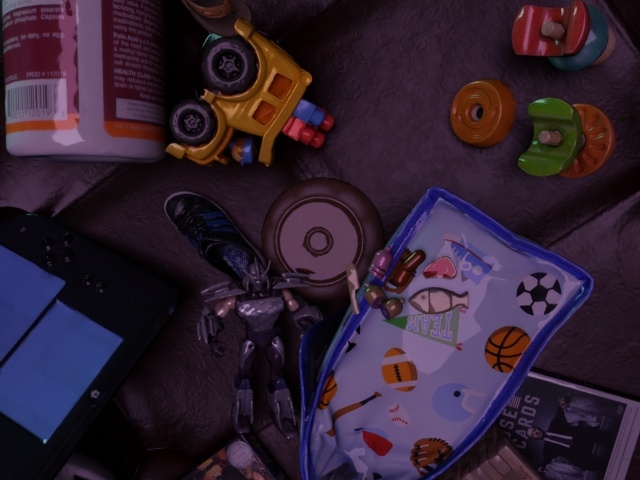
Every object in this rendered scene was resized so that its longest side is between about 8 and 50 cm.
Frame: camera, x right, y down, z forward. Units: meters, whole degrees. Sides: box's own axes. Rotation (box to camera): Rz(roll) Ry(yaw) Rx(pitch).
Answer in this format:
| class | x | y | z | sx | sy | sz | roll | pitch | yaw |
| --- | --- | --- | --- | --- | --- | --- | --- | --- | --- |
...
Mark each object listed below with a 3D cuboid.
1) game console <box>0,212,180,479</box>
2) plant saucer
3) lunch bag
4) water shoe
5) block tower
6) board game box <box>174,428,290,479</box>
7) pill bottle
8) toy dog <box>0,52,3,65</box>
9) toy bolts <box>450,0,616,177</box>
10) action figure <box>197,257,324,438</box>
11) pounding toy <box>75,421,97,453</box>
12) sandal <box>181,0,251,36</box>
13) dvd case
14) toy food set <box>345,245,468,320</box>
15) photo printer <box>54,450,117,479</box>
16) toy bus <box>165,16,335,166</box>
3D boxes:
| class | x | y | z | sx | sy | sz | roll | pitch | yaw |
| --- | --- | --- | --- | --- | --- | --- | --- | --- | --- |
| game console | -0.449 | 0.158 | 0.904 | 0.342 | 0.060 | 0.386 | 24 | 65 | 19 |
| plant saucer | 0.000 | 0.000 | 0.950 | 0.199 | 0.036 | 0.198 | 1 | 94 | 9 |
| lunch bag | 0.124 | 0.139 | 0.793 | 0.239 | 0.328 | 0.385 | 32 | 99 | 11 |
| water shoe | -0.168 | -0.007 | 0.951 | 0.203 | 0.080 | 0.073 | 39 | 98 | 4 |
| block tower | 0.176 | 0.412 | 0.906 | 0.091 | 0.097 | 0.335 | 46 | 108 | 0 |
| board game box | -0.166 | 0.444 | 1.004 | 0.243 | 0.042 | 0.165 | -39 | 88 | 9 |
| pill bottle | -0.339 | -0.313 | 0.883 | 0.224 | 0.224 | 0.391 | 1 | 94 | 9 |
| toy dog | -0.647 | -0.305 | 0.991 | 0.334 | 0.161 | 0.220 | 24 | 101 | 21 |
| toy bolts | 0.324 | -0.214 | 0.861 | 0.218 | 0.159 | 0.228 | 26 | 113 | 46 |
| action figure | -0.087 | 0.156 | 0.916 | 0.186 | 0.099 | 0.284 | -3 | 111 | -5 |
| pounding toy | -0.492 | 0.279 | 1.008 | 0.183 | 0.110 | 0.236 | -25 | 91 | 9 |
| sandal | -0.164 | -0.359 | 0.884 | 0.049 | 0.180 | 0.072 | 19 | 82 | 41 |
| dvd case | 0.346 | 0.292 | 0.922 | 0.239 | 0.029 | 0.179 | 15 | 96 | 7 |
| toy food set | 0.087 | 0.042 | 0.627 | 0.122 | 0.019 | 0.077 | -10 | 87 | 14 |
| photo printer | -0.485 | 0.403 | 0.955 | 0.308 | 0.256 | 0.107 | -10 | 53 | 9 |
| toy bus | -0.096 | -0.184 | 0.909 | 0.212 | 0.149 | 0.220 | 31 | 101 | -11 |
